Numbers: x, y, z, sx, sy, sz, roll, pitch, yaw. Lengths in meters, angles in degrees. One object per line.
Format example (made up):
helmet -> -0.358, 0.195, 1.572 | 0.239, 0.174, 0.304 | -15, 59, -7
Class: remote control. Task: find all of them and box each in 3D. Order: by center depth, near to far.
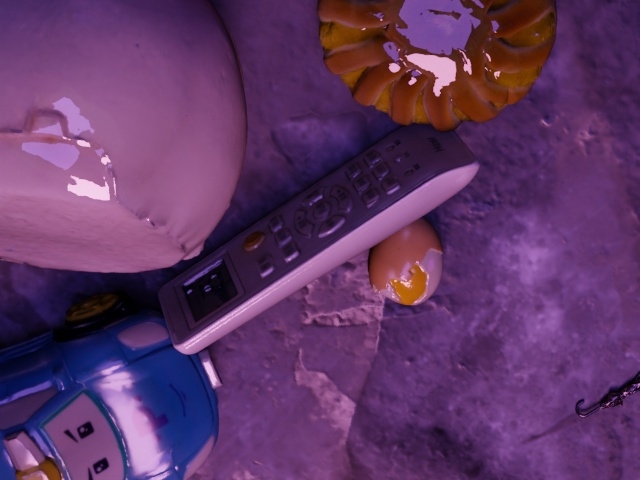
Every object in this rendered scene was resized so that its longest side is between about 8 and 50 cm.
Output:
remote control -> 0.000, 0.000, 1.357 | 0.313, 0.109, 0.055 | -33, 121, 3

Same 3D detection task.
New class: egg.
egg -> 0.080, 0.016, 1.387 | 0.071, 0.071, 0.083 | 11, 103, -5

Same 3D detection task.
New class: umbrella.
umbrella -> 0.304, 0.143, 1.459 | 0.122, 0.013, 0.022 | -27, 83, 6

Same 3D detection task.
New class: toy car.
toy car -> -0.242, 0.180, 1.373 | 0.314, 0.166, 0.198 | -19, 108, 2

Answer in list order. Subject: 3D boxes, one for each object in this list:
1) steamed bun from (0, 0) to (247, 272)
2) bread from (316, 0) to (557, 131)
steamed bun -> -0.197, -0.136, 1.242 | 0.309, 0.309, 0.309 | -1, 105, -2
bread -> 0.101, -0.192, 1.319 | 0.213, 0.105, 0.213 | -1, 108, -2
